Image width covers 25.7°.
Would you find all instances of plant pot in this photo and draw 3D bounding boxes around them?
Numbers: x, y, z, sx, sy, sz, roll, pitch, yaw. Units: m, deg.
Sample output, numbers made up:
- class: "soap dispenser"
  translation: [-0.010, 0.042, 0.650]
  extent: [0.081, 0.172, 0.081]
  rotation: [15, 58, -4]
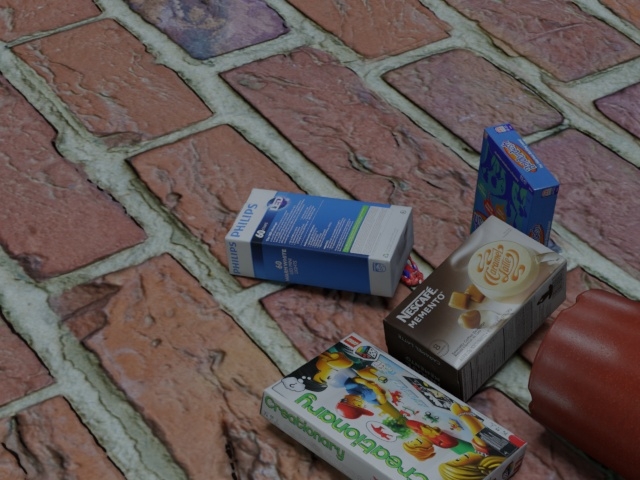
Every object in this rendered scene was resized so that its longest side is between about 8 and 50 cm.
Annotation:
- class: "plant pot"
  translation: [0.432, 0.203, 1.826]
  extent: [0.265, 0.272, 0.272]
  rotation: [26, 45, 36]

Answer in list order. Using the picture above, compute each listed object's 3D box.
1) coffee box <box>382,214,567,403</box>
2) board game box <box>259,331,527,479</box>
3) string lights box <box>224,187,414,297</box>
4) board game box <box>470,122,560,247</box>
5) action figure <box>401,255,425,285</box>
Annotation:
- class: "coffee box"
  translation: [0.222, 0.098, 1.998]
  extent: [0.141, 0.098, 0.246]
  rotation: [33, 62, 30]
- class: "board game box"
  translation: [0.095, 0.251, 1.867]
  extent: [0.305, 0.053, 0.193]
  rotation: [31, 40, 28]
- class: "string lights box"
  translation: [0.000, 0.000, 2.126]
  extent: [0.259, 0.077, 0.133]
  rotation: [8, 41, 17]
- class: "board game box"
  translation: [0.290, -0.046, 2.123]
  extent: [0.047, 0.210, 0.160]
  rotation: [-14, 43, -18]
- class: "action figure"
  translation: [0.124, 0.037, 2.155]
  extent: [0.038, 0.030, 0.115]
  rotation: [-23, 50, -31]
